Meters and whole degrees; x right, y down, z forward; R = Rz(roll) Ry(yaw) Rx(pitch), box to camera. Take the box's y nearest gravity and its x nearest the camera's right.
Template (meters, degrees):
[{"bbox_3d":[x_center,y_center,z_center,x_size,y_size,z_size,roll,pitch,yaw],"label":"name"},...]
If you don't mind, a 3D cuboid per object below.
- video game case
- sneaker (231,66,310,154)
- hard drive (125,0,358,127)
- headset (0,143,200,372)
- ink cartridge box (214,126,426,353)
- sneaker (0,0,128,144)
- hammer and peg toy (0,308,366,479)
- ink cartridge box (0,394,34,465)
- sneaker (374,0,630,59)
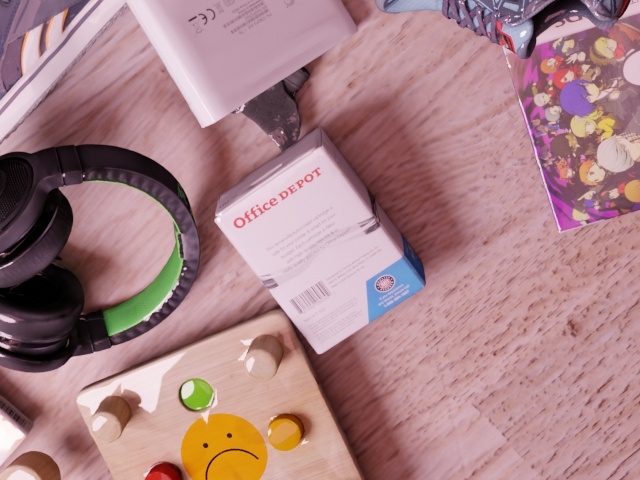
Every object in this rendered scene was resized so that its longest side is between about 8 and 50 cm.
[{"bbox_3d":[0.312,-0.146,1.601,0.210,0.042,0.232,-16,101,11],"label":"video game case"},{"bbox_3d":[-0.080,-0.169,1.630,0.170,0.051,0.089,33,104,-14],"label":"sneaker"},{"bbox_3d":[-0.116,-0.294,1.555,0.203,0.040,0.307,-35,99,-29],"label":"hard drive"},{"bbox_3d":[-0.328,0.010,1.640,0.394,0.185,0.243,-12,130,-12],"label":"headset"},{"bbox_3d":[0.000,0.000,1.635,0.139,0.082,0.191,-33,106,12],"label":"ink cartridge box"},{"bbox_3d":[-0.288,-0.231,1.606,0.127,0.126,0.321,41,93,-10],"label":"sneaker"},{"bbox_3d":[-0.147,0.254,1.701,0.361,0.127,0.266,-23,101,11],"label":"hammer and peg toy"},{"bbox_3d":[-0.431,0.224,1.741,0.145,0.045,0.179,42,100,-7],"label":"ink cartridge box"},{"bbox_3d":[0.174,-0.240,1.533,0.261,0.104,0.125,-6,82,20],"label":"sneaker"}]
